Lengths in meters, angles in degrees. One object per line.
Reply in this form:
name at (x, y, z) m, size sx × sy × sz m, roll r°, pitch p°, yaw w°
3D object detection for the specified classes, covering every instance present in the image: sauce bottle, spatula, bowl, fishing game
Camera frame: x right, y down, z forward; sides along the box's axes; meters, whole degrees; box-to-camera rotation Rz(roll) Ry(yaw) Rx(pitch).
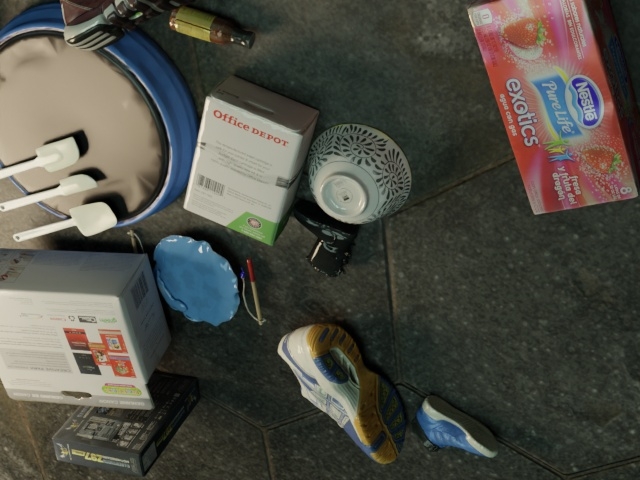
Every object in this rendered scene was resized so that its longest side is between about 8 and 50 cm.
sauce bottle at (-0.160, -0.313, 1.538) m, size 0.128 × 0.042 × 0.042 m, roll 21°, pitch 127°, yaw 10°
spatula at (-0.465, -0.071, 1.746) m, size 0.242 × 0.019 × 0.168 m, roll -14°, pitch 116°, yaw 30°
bowl at (0.047, -0.085, 1.577) m, size 0.170 × 0.080 × 0.170 m, roll 11°, pitch 125°, yaw 15°
bowl at (-0.389, -0.192, 1.694) m, size 0.391 × 0.077 × 0.391 m, roll 11°, pitch 125°, yaw 17°
fishing game at (-0.213, 0.067, 1.816) m, size 0.264 × 0.041 × 0.189 m, roll 9°, pitch 125°, yaw 27°

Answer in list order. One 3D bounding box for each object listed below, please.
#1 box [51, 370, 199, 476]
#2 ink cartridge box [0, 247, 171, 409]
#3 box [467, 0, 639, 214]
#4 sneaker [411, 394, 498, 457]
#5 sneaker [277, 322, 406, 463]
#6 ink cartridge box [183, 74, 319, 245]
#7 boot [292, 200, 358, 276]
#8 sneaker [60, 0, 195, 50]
box at (-0.357, 0.330, 1.926) m, size 0.183 × 0.233 × 0.059 m, roll 7°, pitch 121°, yaw 19°
ink cartridge box at (-0.444, 0.161, 1.872) m, size 0.309 × 0.130 × 0.272 m, roll 2°, pitch 126°, yaw 16°
box at (0.314, -0.205, 1.340) m, size 0.142 × 0.154 × 0.300 m, roll -10°, pitch 116°, yaw 28°
sneaker at (0.228, 0.341, 1.794) m, size 0.152 × 0.058 × 0.084 m, roll 33°, pitch 123°, yaw 5°
sneaker at (0.039, 0.264, 1.814) m, size 0.131 × 0.112 × 0.296 m, roll -10°, pitch 117°, yaw 48°
ink cartridge box at (-0.108, -0.124, 1.608) m, size 0.160 × 0.092 × 0.219 m, roll 24°, pitch 127°, yaw 7°
boot at (0.000, 0.000, 1.678) m, size 0.121 × 0.045 × 0.099 m, roll 25°, pitch 131°, yaw 5°
sneaker at (-0.271, -0.403, 1.493) m, size 0.281 × 0.106 × 0.162 m, roll -24°, pitch 81°, yaw 13°
